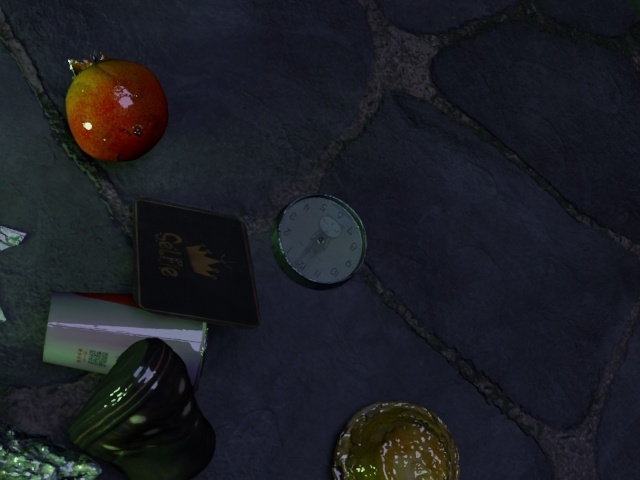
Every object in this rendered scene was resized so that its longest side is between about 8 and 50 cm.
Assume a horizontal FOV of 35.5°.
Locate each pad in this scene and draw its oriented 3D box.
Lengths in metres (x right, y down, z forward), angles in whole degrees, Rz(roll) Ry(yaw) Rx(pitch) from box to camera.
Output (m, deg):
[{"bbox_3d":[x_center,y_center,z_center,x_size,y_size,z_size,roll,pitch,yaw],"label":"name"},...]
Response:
[{"bbox_3d":[-0.268,0.010,1.929,0.315,0.063,0.375,10,33,-19],"label":"pad"}]

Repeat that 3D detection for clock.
[{"bbox_3d":[0.000,0.000,2.168,0.215,0.042,0.214,7,70,-20],"label":"clock"}]

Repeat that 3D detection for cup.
[{"bbox_3d":[-0.367,0.177,1.886,0.289,0.203,0.202,7,70,-13],"label":"cup"}]

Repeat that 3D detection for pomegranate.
[{"bbox_3d":[-0.414,-0.268,1.997,0.210,0.210,0.235,-36,77,-28],"label":"pomegranate"}]

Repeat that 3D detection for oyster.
[{"bbox_3d":[-0.548,0.412,1.788,0.252,0.087,0.199,38,68,4],"label":"oyster"}]

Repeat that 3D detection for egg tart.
[{"bbox_3d":[0.169,0.460,2.040,0.295,0.116,0.294,7,72,-22],"label":"egg tart"}]

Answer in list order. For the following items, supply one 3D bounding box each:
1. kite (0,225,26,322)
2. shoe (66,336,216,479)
[{"bbox_3d":[-0.658,0.045,1.900,0.229,0.012,0.250,-29,86,-27],"label":"kite"},{"bbox_3d":[-0.288,0.320,1.749,0.237,0.384,0.171,34,53,-9],"label":"shoe"}]
